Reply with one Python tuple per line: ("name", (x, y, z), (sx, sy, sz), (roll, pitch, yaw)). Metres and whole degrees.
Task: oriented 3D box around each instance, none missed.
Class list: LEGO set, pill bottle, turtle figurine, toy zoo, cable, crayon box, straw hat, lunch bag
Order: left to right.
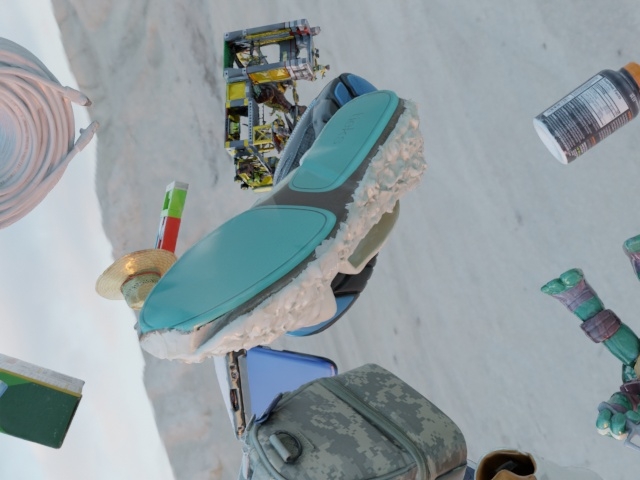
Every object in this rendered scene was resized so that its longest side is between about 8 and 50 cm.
("crayon box", (-0.505, 0.193, 1.067), (0.083, 0.323, 0.203), (-69, 13, -10))
("cable", (-0.442, -0.135, 0.954), (0.089, 0.257, 0.257), (26, 170, 38))
("straw hat", (-0.293, 0.081, 1.243), (0.144, 0.144, 0.061), (80, 165, -59))
("toy zoo", (-0.320, 0.029, 1.527), (0.192, 0.030, 0.293), (-179, 101, -74))
("LEGO set", (-0.061, -0.257, 1.440), (0.255, 0.192, 0.331), (61, -154, -59))
("lunch bag", (0.004, 0.320, 0.901), (0.212, 0.256, 0.305), (34, 121, 36))
("pill bottle", (0.607, -0.288, 1.664), (0.130, 0.245, 0.130), (53, -172, -11))
("turtle figurine", (0.298, 0.115, 0.640), (0.234, 0.175, 0.118), (63, 173, 16))

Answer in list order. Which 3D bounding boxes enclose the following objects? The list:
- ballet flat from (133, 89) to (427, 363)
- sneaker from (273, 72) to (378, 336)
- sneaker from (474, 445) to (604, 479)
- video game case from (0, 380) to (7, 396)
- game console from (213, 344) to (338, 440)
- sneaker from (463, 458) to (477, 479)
("ballet flat", (0.000, 0.000, 0.739), (0.147, 0.409, 0.147), (25, 141, 22))
("sneaker", (-0.002, -0.035, 0.920), (0.139, 0.125, 0.341), (-30, 38, 55))
("sneaker", (0.248, 0.276, 0.860), (0.123, 0.106, 0.290), (49, -170, 20))
("video game case", (-0.399, 0.149, 0.718), (0.015, 0.119, 0.166), (13, 152, 42))
("game console", (-0.092, 0.230, 1.367), (0.293, 0.173, 0.250), (92, 160, -45))
("sneaker", (0.214, 0.479, 1.458), (0.226, 0.163, 0.086), (18, 121, 27))
